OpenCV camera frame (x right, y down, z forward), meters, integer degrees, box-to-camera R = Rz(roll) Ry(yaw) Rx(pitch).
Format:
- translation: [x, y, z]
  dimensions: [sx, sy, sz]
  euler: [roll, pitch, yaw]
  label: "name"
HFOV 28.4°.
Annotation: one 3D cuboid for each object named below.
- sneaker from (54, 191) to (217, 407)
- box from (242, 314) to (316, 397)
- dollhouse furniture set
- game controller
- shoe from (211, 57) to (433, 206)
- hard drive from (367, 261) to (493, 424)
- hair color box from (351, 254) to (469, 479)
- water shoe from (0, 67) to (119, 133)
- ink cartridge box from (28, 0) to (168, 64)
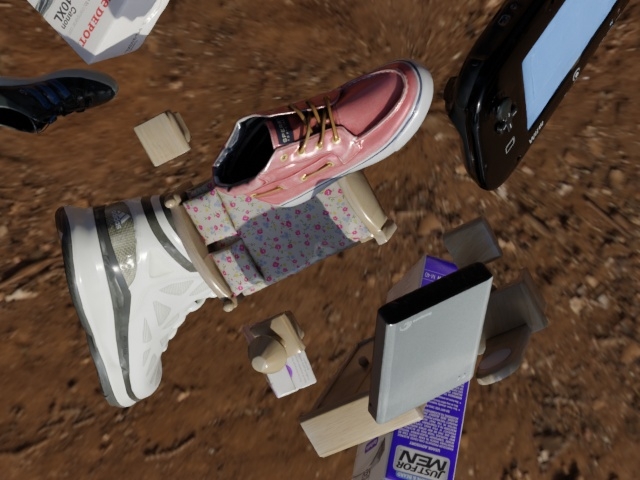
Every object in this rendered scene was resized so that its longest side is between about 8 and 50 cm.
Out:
- translation: [-0.181, 0.080, 1.654]
  dimensions: [0.257, 0.447, 0.169]
  euler: [-13, 63, -8]
  label: "sneaker"
- translation: [-0.067, 0.171, 1.922]
  dimensions: [0.063, 0.324, 0.067]
  euler: [-21, 98, -6]
  label: "box"
- translation: [0.000, 0.000, 1.211]
  dimensions: [0.303, 0.174, 0.355]
  euler: [-25, 101, 25]
  label: "dollhouse furniture set"
- translation: [0.214, -0.194, 1.125]
  dimensions: [0.067, 0.166, 0.319]
  euler: [24, 67, 34]
  label: "game controller"
- translation: [-0.001, -0.081, 0.953]
  dimensions: [0.178, 0.081, 0.063]
  euler: [-33, 67, 32]
  label: "shoe"
- translation: [0.083, 0.081, 0.979]
  dimensions: [0.094, 0.135, 0.022]
  euler: [-24, 54, -20]
  label: "hard drive"
- translation: [0.140, 0.213, 1.827]
  dimensions: [0.110, 0.185, 0.338]
  euler: [18, 66, -8]
  label: "hair color box"
- translation: [-0.366, -0.174, 1.671]
  dimensions: [0.203, 0.073, 0.080]
  euler: [-6, 61, -12]
  label: "water shoe"
- translation: [-0.303, -0.368, 1.599]
  dimensions: [0.237, 0.100, 0.172]
  euler: [46, 127, 8]
  label: "ink cartridge box"
